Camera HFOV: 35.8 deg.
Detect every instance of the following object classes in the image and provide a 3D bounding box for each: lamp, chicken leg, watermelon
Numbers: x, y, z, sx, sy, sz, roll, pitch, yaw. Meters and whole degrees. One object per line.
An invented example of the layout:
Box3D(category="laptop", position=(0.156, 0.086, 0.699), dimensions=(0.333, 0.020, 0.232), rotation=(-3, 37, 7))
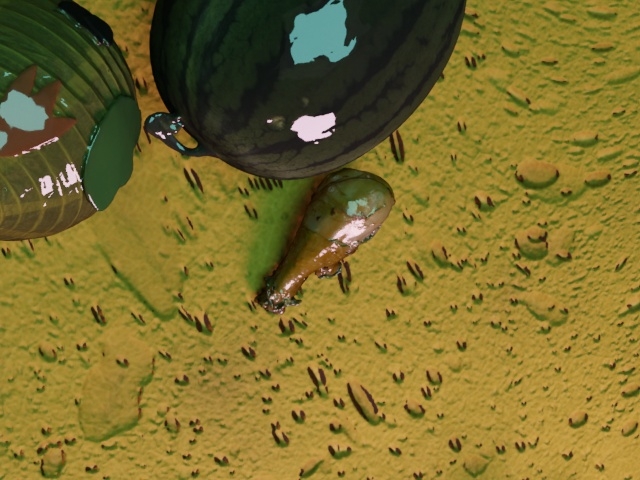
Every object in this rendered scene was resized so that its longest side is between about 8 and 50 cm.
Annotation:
Box3D(category="lamp", position=(-0.280, -0.135, 0.934), dimensions=(0.250, 0.250, 0.284), rotation=(42, 45, -22))
Box3D(category="chicken leg", position=(-0.001, 0.001, 1.140), dimensions=(0.085, 0.101, 0.207), rotation=(35, 107, -19))
Box3D(category="watermelon", position=(-0.019, -0.211, 0.985), dimensions=(0.279, 0.279, 0.359), rotation=(43, 82, -22))
